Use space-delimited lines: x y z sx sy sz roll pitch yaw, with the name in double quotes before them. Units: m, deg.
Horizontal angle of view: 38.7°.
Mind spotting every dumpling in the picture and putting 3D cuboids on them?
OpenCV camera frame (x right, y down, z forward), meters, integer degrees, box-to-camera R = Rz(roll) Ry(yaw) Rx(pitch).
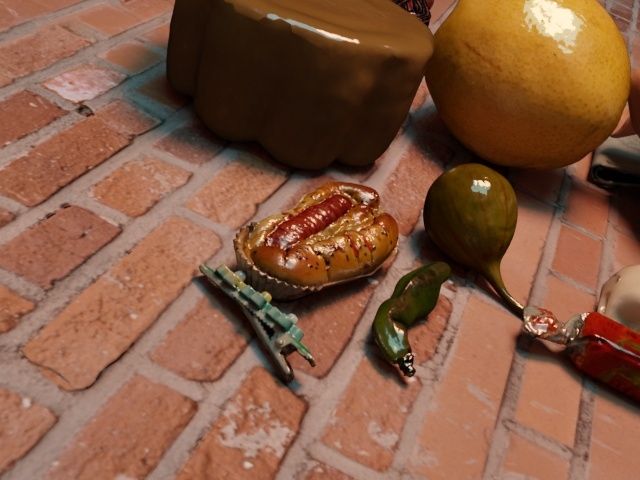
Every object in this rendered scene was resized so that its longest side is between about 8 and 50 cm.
"dumpling" 0.434 0.091 1.156 0.150 0.092 0.176 46 31 11

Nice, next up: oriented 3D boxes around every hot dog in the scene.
"hot dog" 0.000 0.000 1.030 0.131 0.069 0.253 36 35 20

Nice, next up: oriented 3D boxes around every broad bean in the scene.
"broad bean" 0.096 0.075 0.998 0.061 0.046 0.195 34 36 -3

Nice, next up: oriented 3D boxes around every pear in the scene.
"pear" 0.320 -0.254 1.408 0.314 0.314 0.314 16 32 -10

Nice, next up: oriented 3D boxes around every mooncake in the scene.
"mooncake" -0.035 -0.261 1.298 0.378 0.200 0.378 17 27 -9

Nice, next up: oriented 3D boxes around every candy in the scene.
"candy" 0.366 0.145 1.051 0.292 0.059 0.086 27 28 6

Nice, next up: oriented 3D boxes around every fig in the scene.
"fig" 0.215 0.016 1.138 0.124 0.124 0.236 -12 69 -43

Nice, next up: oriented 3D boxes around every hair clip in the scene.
"hair clip" -0.061 0.073 0.915 0.049 0.049 0.173 -11 43 -42

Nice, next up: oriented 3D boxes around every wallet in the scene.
"wallet" 0.619 -0.133 1.594 0.290 0.054 0.251 16 29 12

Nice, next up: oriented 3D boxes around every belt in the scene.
"belt" 0.172 -0.461 1.818 0.126 0.094 0.359 20 32 -7

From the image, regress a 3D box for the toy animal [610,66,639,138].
"toy animal" 0.578 -0.138 1.390 0.237 0.326 0.269 0 15 9
